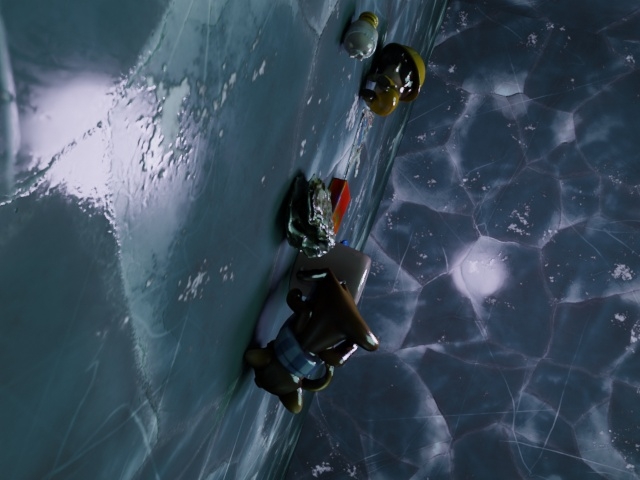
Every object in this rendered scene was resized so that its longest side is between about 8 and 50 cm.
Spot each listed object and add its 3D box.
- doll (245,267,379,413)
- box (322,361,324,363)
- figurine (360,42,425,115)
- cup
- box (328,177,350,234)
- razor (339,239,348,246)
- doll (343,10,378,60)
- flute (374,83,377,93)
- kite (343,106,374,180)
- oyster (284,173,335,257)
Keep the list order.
[{"bbox_3d":[-0.026,0.252,1.216,0.340,0.318,0.209,-46,-161,6],"label":"doll"},{"bbox_3d":[0.011,0.453,2.257,0.264,0.106,0.336,100,14,-45],"label":"box"},{"bbox_3d":[0.232,-0.495,1.483,0.256,0.167,0.192,-63,-179,-28],"label":"figurine"},{"bbox_3d":[0.028,0.101,1.383,0.253,0.201,0.191,-29,137,-75],"label":"cup"},{"bbox_3d":[0.039,-0.095,1.484,0.112,0.048,0.175,73,35,-62],"label":"box"},{"bbox_3d":[0.058,0.109,2.034,0.056,0.093,0.324,-28,-155,37],"label":"razor"},{"bbox_3d":[0.084,-0.443,1.056,0.084,0.073,0.127,-21,-136,60],"label":"doll"},{"bbox_3d":[0.223,-0.578,1.674,0.027,0.027,0.233,83,27,-69],"label":"flute"},{"bbox_3d":[0.147,-0.352,1.727,0.368,0.014,0.405,91,21,-60],"label":"kite"},{"bbox_3d":[-0.024,-0.052,1.135,0.267,0.112,0.198,61,28,-67],"label":"oyster"}]
